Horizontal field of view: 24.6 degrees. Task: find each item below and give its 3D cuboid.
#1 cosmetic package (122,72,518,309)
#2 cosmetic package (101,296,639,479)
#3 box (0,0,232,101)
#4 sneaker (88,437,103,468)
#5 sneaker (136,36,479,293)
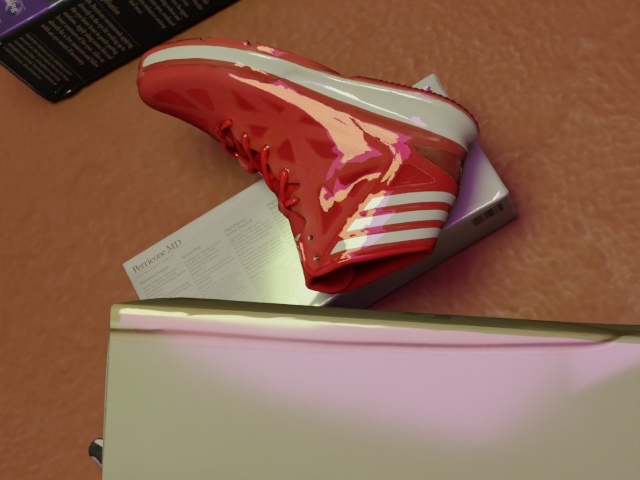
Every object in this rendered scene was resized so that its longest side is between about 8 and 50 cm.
[{"bbox_3d":[0.000,0.000,0.955,0.239,0.060,0.099,-31,71,6],"label":"cosmetic package"},{"bbox_3d":[0.047,0.096,0.826,0.309,0.160,0.113,2,90,6],"label":"cosmetic package"},{"bbox_3d":[-0.152,-0.222,1.038,0.207,0.108,0.153,-29,68,7],"label":"box"},{"bbox_3d":[-0.114,0.168,0.950,0.109,0.040,0.044,36,88,22],"label":"sneaker"},{"bbox_3d":[-0.025,-0.043,0.895,0.221,0.087,0.128,12,77,19],"label":"sneaker"}]
